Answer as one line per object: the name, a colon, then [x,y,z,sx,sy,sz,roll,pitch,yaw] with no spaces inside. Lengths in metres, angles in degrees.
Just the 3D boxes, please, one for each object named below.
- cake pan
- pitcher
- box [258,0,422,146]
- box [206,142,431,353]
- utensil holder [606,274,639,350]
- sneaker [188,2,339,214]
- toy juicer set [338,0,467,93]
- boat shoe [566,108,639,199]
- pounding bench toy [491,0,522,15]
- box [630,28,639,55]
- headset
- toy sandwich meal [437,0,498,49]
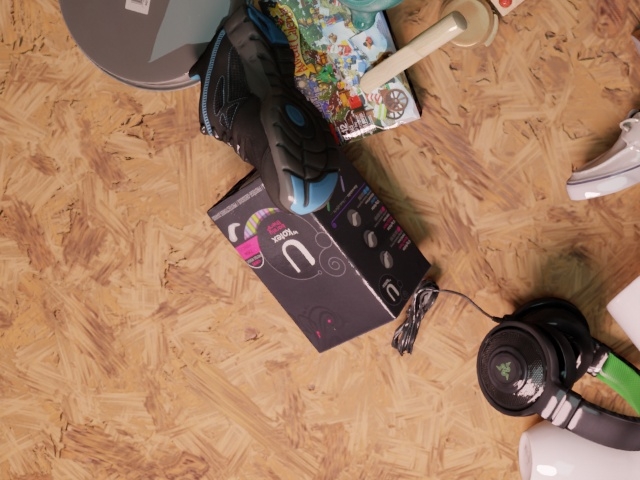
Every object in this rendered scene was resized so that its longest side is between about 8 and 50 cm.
cake pan: [-0.243,-0.351,1.383,0.293,0.054,0.293,3,109,8]
pitcher: [0.412,0.353,1.502,0.207,0.125,0.178,1,125,-3]
box: [0.030,-0.257,1.378,0.159,0.044,0.233,-19,105,14]
box: [0.000,0.000,1.395,0.165,0.143,0.270,-30,104,41]
utensil holder: [0.600,0.141,1.226,0.327,0.327,0.385,-44,73,19]
sneaker: [-0.078,-0.150,1.270,0.139,0.341,0.125,-37,139,23]
toy juicer set: [0.091,-0.354,1.238,0.209,0.089,0.329,-7,129,30]
boat shoe: [0.451,-0.143,1.328,0.267,0.096,0.088,-26,99,15]
pounding bench toy: [0.238,-0.350,1.302,0.052,0.065,0.083,-37,100,19]
box: [0.485,-0.244,1.245,0.130,0.170,0.091,-26,103,15]
headset: [0.295,0.184,1.401,0.394,0.243,0.185,32,112,18]
toy sandwich meal: [0.204,-0.303,1.346,0.085,0.029,0.086,6,112,14]
